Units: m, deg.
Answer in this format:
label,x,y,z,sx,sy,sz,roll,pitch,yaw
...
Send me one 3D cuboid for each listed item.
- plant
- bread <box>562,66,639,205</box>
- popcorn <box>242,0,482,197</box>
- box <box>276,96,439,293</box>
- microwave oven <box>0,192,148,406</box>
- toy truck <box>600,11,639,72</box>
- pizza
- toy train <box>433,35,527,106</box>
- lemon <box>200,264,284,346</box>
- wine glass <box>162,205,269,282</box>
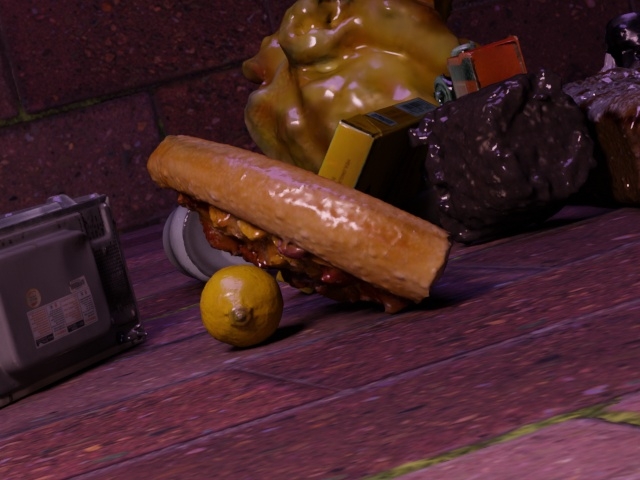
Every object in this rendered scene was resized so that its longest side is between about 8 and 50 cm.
label,x,y,z,sx,sy,sz,roll,pitch,yaw
plant,0.157,-0.071,1.750,0.142,0.131,0.203,-19,-9,-29
bread,0.305,-0.102,1.802,0.165,0.113,0.416,-17,6,-7
popcorn,0.079,-0.133,2.111,0.290,0.321,0.326,-31,-15,7
box,0.042,-0.047,1.798,0.041,0.153,0.279,27,15,12
microwave oven,-0.274,0.053,1.577,0.194,0.145,0.240,-16,3,26
toy truck,0.458,-0.197,2.396,0.213,0.161,0.177,-13,-15,32
pizza,0.000,0.000,1.478,0.289,0.081,0.229,20,-3,33
toy train,0.168,-0.108,1.903,0.074,0.176,0.118,-17,7,-15
lemon,-0.058,0.048,1.431,0.062,0.062,0.083,-15,10,3
wine glass,-0.105,-0.005,2.000,0.103,0.103,0.231,-16,1,-10
